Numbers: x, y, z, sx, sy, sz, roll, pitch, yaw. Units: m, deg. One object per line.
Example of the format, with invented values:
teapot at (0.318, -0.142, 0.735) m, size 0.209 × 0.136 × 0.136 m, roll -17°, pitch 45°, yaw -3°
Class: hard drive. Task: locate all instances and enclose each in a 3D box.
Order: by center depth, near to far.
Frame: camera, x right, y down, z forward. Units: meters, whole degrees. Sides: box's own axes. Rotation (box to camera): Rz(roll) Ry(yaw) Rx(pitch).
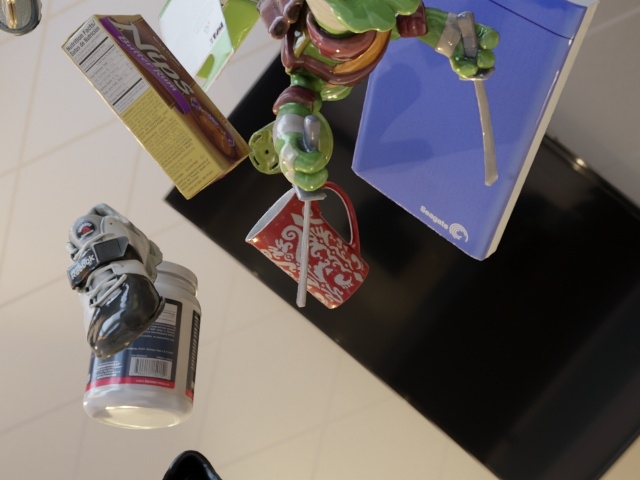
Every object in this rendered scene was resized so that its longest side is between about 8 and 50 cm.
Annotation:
hard drive at (0.142, -0.151, 0.796) m, size 0.210 × 0.040 × 0.318 m, roll 38°, pitch 142°, yaw 26°

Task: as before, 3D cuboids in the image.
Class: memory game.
memory game at (-0.377, -0.343, 0.865) m, size 0.012 × 0.186 × 0.186 m, roll -11°, pitch -148°, yaw -22°

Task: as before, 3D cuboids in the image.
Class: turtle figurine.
turtle figurine at (0.060, -0.116, 0.539) m, size 0.266 × 0.198 × 0.274 m, roll 116°, pitch 144°, yaw -76°

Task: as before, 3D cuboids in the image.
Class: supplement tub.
supplement tub at (-0.318, 0.191, 1.351) m, size 0.191 × 0.191 × 0.272 m, roll 32°, pitch -132°, yaw -44°

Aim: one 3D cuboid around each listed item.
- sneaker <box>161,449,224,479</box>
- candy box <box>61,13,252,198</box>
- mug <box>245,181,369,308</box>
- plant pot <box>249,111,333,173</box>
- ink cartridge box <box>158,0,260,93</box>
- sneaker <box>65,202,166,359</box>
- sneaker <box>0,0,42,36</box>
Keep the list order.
sneaker at (-0.203, 0.450, 1.097) m, size 0.127 × 0.182 × 0.315 m, roll 0°, pitch -130°, yaw -10°
candy box at (-0.158, -0.138, 0.741) m, size 0.186 × 0.053 × 0.109 m, roll 52°, pitch -161°, yaw -6°
mug at (-0.003, 0.005, 1.127) m, size 0.169 × 0.150 × 0.113 m, roll 44°, pitch -154°, yaw -11°
plant pot at (-0.040, -0.110, 0.859) m, size 0.083 × 0.083 × 0.079 m, roll 41°, pitch -145°, yaw 14°
ink cartridge box at (-0.171, -0.329, 1.213) m, size 0.097 × 0.189 × 0.255 m, roll 7°, pitch -126°, yaw -37°
sneaker at (-0.305, 0.044, 1.041) m, size 0.146 × 0.122 × 0.330 m, roll 55°, pitch 180°, yaw -25°
sneaker at (-0.501, -0.407, 1.022) m, size 0.283 × 0.110 × 0.122 m, roll 58°, pitch -177°, yaw -22°
